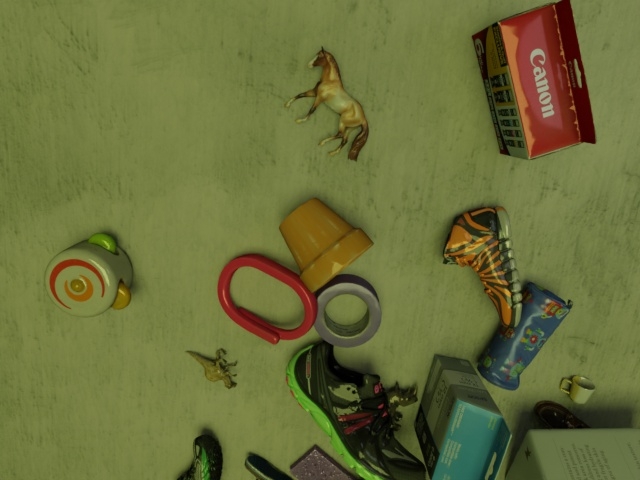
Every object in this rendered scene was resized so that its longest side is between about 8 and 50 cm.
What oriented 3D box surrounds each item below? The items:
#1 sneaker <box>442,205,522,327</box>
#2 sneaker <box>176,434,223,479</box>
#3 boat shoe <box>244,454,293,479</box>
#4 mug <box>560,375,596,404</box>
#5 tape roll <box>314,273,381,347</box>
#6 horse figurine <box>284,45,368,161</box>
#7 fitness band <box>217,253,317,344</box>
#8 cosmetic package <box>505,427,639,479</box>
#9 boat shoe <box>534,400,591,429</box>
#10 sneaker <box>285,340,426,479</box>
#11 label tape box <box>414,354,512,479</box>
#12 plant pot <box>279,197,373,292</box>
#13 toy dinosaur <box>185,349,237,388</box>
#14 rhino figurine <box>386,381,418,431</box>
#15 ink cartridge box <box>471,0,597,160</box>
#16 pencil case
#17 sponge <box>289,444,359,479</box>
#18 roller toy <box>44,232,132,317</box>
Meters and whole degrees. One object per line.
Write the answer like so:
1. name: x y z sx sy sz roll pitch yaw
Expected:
1. sneaker: 0.419 0.078 1.312 0.180 0.124 0.321 -10 85 10
2. sneaker: -0.381 0.740 1.490 0.146 0.134 0.343 10 105 0
3. boat shoe: -0.166 0.731 1.517 0.183 0.066 0.066 39 103 -8
4. mug: 0.744 0.432 1.432 0.062 0.078 0.064 -5 117 -31
5. tape roll: 0.072 0.193 1.369 0.189 0.080 0.189 0 105 1
6. horse figurine: 0.034 -0.326 1.248 0.174 0.066 0.263 -41 97 16
7. fitness band: -0.146 0.158 1.347 0.291 0.054 0.209 26 110 14
8. cosmetic package: 0.753 0.720 1.307 0.394 0.329 0.327 -1 132 2
9. boat shoe: 0.726 0.542 1.446 0.207 0.073 0.073 28 104 -4
10. sneaker: 0.114 0.470 1.338 0.202 0.185 0.483 -46 81 6
11. label tape box: 0.356 0.495 1.300 0.115 0.347 0.249 13 104 -2
12. plant pot: 0.000 0.000 1.274 0.205 0.205 0.188 -40 84 10
13. toy dinosaur: -0.306 0.366 1.435 0.183 0.053 0.092 41 103 -8
14. rhino figurine: 0.192 0.502 1.448 0.106 0.073 0.243 44 99 -7
15. ink cartridge box: 0.475 -0.352 1.123 0.130 0.272 0.309 -18 102 6
16. pencil case: 0.555 0.264 1.356 0.133 0.119 0.306 23 104 -17
17. sponge: 0.019 0.734 1.532 0.210 0.031 0.117 42 101 -8
18. roller toy: -0.620 0.103 1.328 0.191 0.146 0.209 -20 103 7
